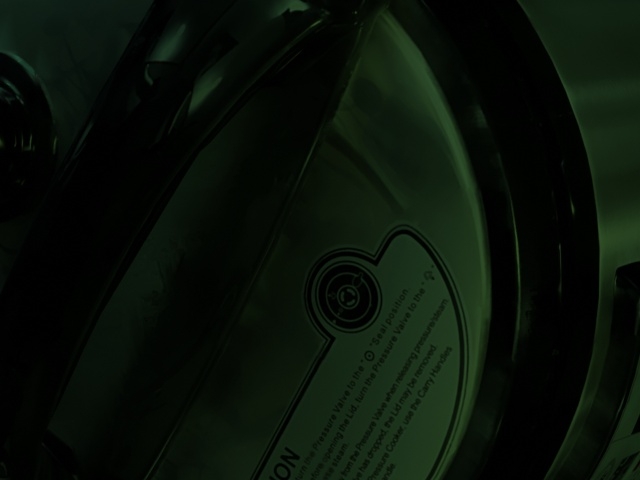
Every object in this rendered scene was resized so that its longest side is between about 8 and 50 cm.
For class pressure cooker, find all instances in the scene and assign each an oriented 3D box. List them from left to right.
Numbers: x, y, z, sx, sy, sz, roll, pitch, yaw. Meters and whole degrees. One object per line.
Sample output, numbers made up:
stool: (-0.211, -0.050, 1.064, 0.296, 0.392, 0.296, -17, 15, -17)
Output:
pressure cooker: (-0.005, -0.002, 0.927, 0.375, 0.370, 0.420, -9, 1, 32)
